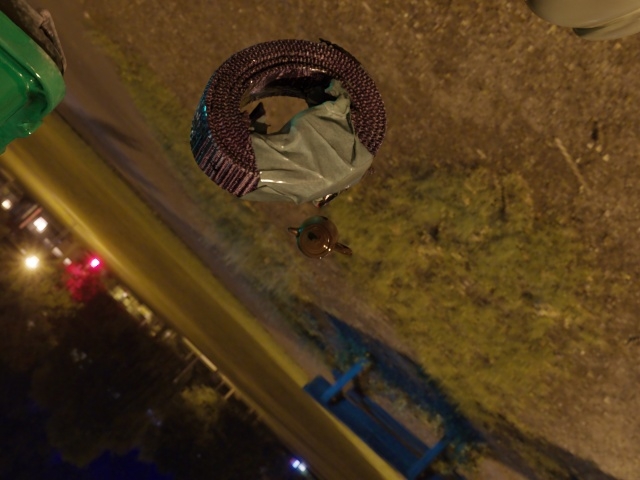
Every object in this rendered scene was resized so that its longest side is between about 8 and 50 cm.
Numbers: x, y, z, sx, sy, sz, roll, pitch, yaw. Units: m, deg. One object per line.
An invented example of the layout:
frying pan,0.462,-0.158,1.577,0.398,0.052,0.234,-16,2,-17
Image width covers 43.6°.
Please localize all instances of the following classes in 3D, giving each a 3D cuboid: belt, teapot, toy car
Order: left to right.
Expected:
belt,-0.047,-0.188,1.273,0.260,0.324,0.122,61,149,11
teapot,0.000,0.000,1.406,0.121,0.076,0.068,23,-169,0
toy car,0.037,-0.122,1.624,0.055,0.142,0.069,42,-160,-1
teapot,0.376,-0.334,0.881,0.149,0.318,0.220,56,-161,-25

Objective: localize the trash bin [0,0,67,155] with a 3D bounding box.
trash bin,-0.410,-0.066,0.578,0.295,0.381,0.259,-16,126,47
